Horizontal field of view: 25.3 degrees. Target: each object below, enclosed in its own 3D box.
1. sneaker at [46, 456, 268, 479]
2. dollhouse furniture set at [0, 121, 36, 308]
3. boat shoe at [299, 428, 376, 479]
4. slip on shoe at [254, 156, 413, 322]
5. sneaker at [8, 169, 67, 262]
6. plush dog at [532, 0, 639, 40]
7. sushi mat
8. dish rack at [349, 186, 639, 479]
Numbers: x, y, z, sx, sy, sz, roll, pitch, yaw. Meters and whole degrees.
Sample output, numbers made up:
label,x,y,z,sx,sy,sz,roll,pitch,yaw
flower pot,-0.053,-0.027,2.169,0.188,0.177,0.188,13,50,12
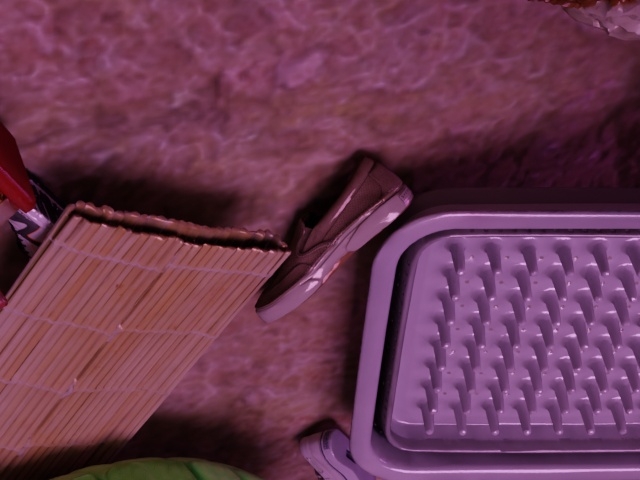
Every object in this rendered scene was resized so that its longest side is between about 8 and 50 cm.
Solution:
label,x,y,z,sx,sy,sz,roll,pitch,yaw
sneaker,-0.216,0.268,1.005,0.482,0.185,0.202,-8,168,-14
dollhouse furniture set,-0.211,-0.098,0.593,0.152,0.201,0.374,-31,138,6
boat shoe,0.013,0.177,1.120,0.035,0.035,0.100,-10,148,23
slip on shoe,0.000,0.000,0.925,0.041,0.051,0.135,45,118,-7
sneaker,-0.164,-0.005,0.834,0.043,0.040,0.109,-34,138,12
plush dog,0.140,-0.174,0.675,0.262,0.225,0.211,-11,136,-18
sushi mat,-0.163,0.089,0.915,0.151,0.019,0.316,10,135,-37
dish rack,0.190,0.062,1.013,0.332,0.072,0.285,0,135,-6
